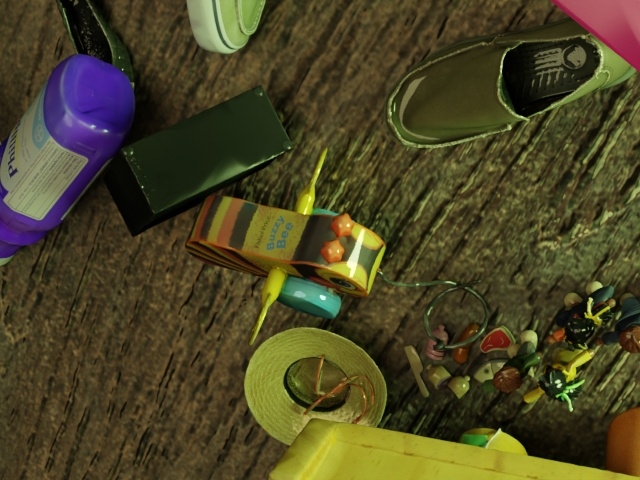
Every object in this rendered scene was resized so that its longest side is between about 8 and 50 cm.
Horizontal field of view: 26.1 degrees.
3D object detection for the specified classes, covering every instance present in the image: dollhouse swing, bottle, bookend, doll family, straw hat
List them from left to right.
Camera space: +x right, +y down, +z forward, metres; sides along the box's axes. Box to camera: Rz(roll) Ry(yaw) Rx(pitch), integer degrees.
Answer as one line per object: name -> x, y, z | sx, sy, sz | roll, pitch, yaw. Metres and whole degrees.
bottle -> -0.297, -0.073, 1.461 | 0.092, 0.118, 0.283 | 23, 136, -26
bookend -> -0.128, -0.078, 1.400 | 0.157, 0.156, 0.072 | -27, 89, -17
straw hat -> -0.001, 0.142, 1.406 | 0.145, 0.061, 0.144 | 3, 110, 8
dollhouse swing -> 0.115, 0.342, 1.162 | 0.347, 0.305, 0.315 | 8, 134, 17
doll family -> 0.235, 0.094, 1.250 | 0.076, 0.111, 0.193 | 45, 113, 3

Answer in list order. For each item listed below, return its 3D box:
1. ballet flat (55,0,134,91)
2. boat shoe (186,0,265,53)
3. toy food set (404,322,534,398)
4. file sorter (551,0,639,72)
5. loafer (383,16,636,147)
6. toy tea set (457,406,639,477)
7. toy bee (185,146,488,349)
ballet flat -> -0.247, -0.216, 1.447 | 0.057, 0.049, 0.173 | -22, 96, 27
boat shoe -> -0.063, -0.326, 1.309 | 0.094, 0.109, 0.302 | 11, 103, 21
toy food set -> 0.142, 0.116, 1.356 | 0.122, 0.019, 0.078 | -20, 92, 27
file sorter -> 0.284, -0.269, 1.114 | 0.291, 0.182, 0.202 | 42, 116, 13
loafer -> 0.162, -0.147, 1.250 | 0.251, 0.087, 0.094 | -20, 92, 27
toy tea set -> 0.226, 0.229, 1.312 | 0.336, 0.124, 0.200 | 6, 133, 21
toy bee -> 0.000, 0.000, 1.316 | 0.298, 0.162, 0.195 | -5, 70, 11
